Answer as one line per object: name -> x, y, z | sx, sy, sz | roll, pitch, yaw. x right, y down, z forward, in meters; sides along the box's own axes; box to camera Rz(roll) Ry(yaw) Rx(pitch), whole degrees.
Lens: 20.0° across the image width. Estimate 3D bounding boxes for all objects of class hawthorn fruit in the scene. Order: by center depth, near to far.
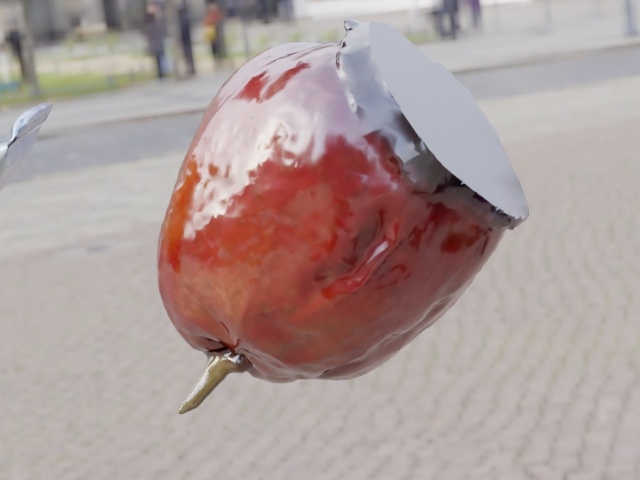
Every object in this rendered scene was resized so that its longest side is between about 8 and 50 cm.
hawthorn fruit -> 0.000, 0.000, 1.030 | 0.189, 0.251, 0.189 | 29, 9, -5

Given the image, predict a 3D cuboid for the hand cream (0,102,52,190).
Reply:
hand cream -> -0.251, 0.011, 1.039 | 0.256, 0.055, 0.088 | -43, 3, 10
